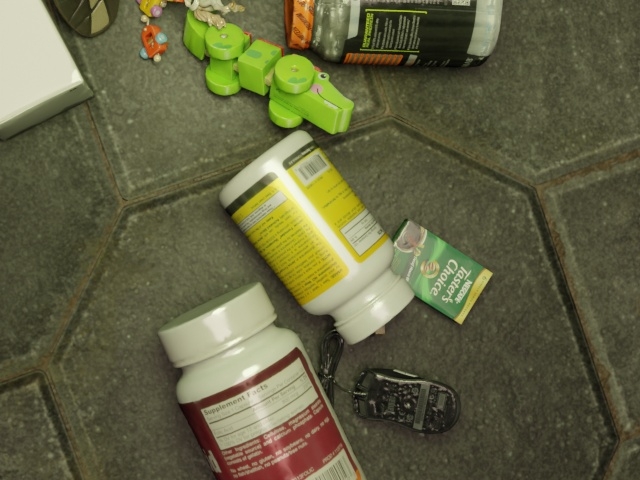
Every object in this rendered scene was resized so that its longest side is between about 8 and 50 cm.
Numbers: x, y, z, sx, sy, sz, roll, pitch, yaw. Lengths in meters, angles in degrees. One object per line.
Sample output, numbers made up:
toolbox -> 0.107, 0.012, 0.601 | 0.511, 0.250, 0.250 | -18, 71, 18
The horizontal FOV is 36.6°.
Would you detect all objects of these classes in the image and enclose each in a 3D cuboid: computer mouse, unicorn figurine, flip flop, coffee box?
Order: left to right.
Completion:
flip flop -> -0.429, -0.463, 1.577 | 0.112, 0.080, 0.277 | -40, 117, -8
unicorn figurine -> -0.160, -0.425, 1.588 | 0.111, 0.060, 0.161 | 19, 63, 30
computer mouse -> 0.117, 0.235, 1.693 | 0.262, 0.060, 0.184 | 5, 94, 4
coffee box -> 0.199, 0.054, 1.707 | 0.184, 0.040, 0.113 | 34, 86, -7

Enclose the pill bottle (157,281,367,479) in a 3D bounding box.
pill bottle -> -0.099, 0.282, 1.578 | 0.224, 0.224, 0.392 | -26, 94, -7

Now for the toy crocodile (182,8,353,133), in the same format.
toy crocodile -> -0.091, -0.284, 1.600 | 0.341, 0.115, 0.105 | 29, 58, 15

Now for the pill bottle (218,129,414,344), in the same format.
pill bottle -> 0.000, 0.000, 1.598 | 0.188, 0.188, 0.334 | -38, 92, -6

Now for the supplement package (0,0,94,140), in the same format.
supplement package -> -0.512, -0.330, 1.534 | 0.175, 0.177, 0.292 | -28, 94, -7

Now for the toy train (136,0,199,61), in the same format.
toy train -> -0.250, -0.381, 1.613 | 0.046, 0.166, 0.125 | -6, 67, -48

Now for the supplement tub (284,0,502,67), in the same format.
supplement tub -> 0.115, -0.395, 1.606 | 0.338, 0.207, 0.207 | 1, 91, -9
